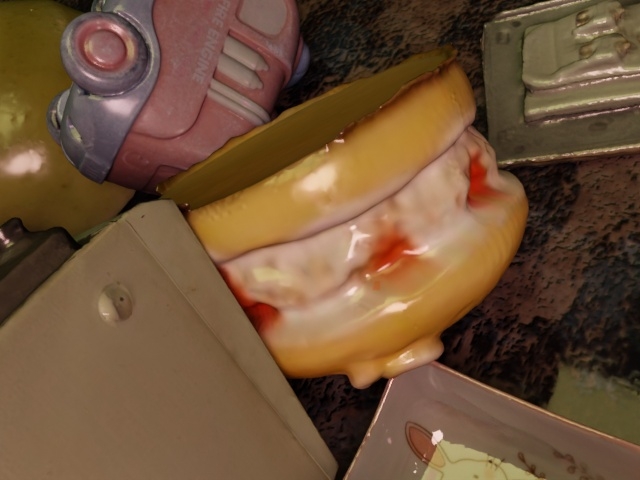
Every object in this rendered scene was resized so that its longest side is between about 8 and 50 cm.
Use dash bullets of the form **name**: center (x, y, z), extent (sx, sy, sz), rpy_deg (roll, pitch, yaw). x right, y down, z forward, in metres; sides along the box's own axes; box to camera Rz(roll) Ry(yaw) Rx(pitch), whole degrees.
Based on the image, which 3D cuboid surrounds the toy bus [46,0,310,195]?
- **toy bus**: center (-0.131, -0.177, 0.700), extent (0.197, 0.232, 0.294), rpy_deg (-26, 45, 62)

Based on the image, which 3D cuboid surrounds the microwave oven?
- **microwave oven**: center (-0.241, 0.176, 0.400), extent (0.394, 0.247, 0.333), rpy_deg (-21, 22, 32)

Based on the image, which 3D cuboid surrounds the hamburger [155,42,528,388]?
- **hamburger**: center (0.000, 0.000, 0.519), extent (0.303, 0.186, 0.261), rpy_deg (-21, 17, 18)

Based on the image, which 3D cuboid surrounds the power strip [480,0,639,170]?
- **power strip**: center (0.247, -0.164, 0.610), extent (0.213, 0.064, 0.198), rpy_deg (-9, 56, 21)

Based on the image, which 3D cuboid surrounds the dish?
- **dish**: center (0.123, 0.184, 0.447), extent (0.213, 0.077, 0.151), rpy_deg (19, 72, 31)

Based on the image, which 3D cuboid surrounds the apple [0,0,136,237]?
- **apple**: center (-0.392, -0.138, 0.871), extent (0.320, 0.311, 0.360), rpy_deg (6, 54, -24)
